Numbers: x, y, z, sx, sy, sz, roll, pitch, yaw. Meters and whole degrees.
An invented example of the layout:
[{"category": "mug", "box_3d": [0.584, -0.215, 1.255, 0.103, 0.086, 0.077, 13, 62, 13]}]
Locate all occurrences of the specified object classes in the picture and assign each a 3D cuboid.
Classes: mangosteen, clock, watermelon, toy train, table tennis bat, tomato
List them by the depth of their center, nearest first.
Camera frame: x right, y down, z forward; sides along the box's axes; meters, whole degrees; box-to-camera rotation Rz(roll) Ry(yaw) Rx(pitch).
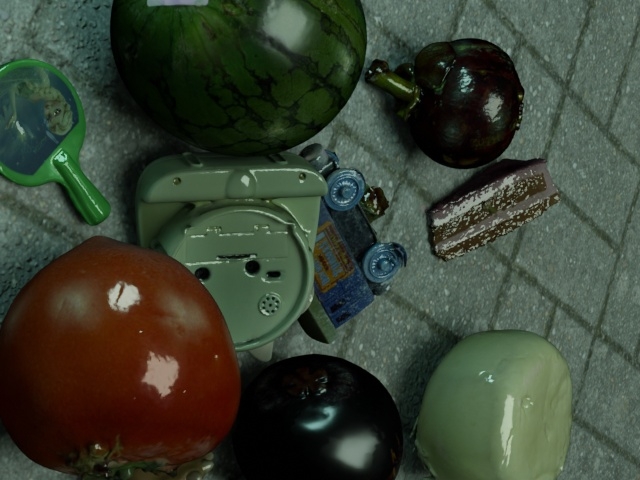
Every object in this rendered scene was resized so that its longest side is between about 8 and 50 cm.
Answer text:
[{"category": "tomato", "box_3d": [-0.260, 0.150, 1.679, 0.321, 0.321, 0.321, -8, 100, -48]}, {"category": "table tennis bat", "box_3d": [-0.356, -0.121, 1.740, 0.160, 0.039, 0.257, -52, 127, -29]}, {"category": "watermelon", "box_3d": [-0.109, -0.278, 1.782, 0.363, 0.363, 0.363, -8, 100, -48]}, {"category": "clock", "box_3d": [-0.125, 0.035, 1.879, 0.265, 0.108, 0.324, -5, 109, -17]}, {"category": "mangosteen", "box_3d": [0.001, 0.326, 2.032, 0.275, 0.275, 0.302, -40, 135, -39]}, {"category": "toy train", "box_3d": [0.000, 0.000, 2.066, 0.202, 0.131, 0.299, -36, 124, -10]}, {"category": "mangosteen", "box_3d": [0.211, -0.247, 2.274, 0.289, 0.231, 0.231, 15, 81, -8]}]

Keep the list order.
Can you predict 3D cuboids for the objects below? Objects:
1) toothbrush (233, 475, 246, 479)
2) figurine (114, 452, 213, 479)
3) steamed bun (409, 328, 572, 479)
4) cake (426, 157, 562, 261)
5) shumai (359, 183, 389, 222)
[{"category": "toothbrush", "box_3d": [-0.224, 0.411, 1.962, 0.342, 0.025, 0.030, -13, 100, -47]}, {"category": "figurine", "box_3d": [-0.209, 0.364, 1.847, 0.247, 0.177, 0.173, 32, 61, 2]}, {"category": "steamed bun", "box_3d": [0.308, 0.314, 2.404, 0.334, 0.233, 0.312, 13, 83, -57]}, {"category": "cake", "box_3d": [0.308, -0.064, 2.483, 0.295, 0.113, 0.116, -27, 113, -30]}, {"category": "shumai", "box_3d": [0.064, -0.053, 2.187, 0.099, 0.087, 0.123, 16, 84, -50]}]
